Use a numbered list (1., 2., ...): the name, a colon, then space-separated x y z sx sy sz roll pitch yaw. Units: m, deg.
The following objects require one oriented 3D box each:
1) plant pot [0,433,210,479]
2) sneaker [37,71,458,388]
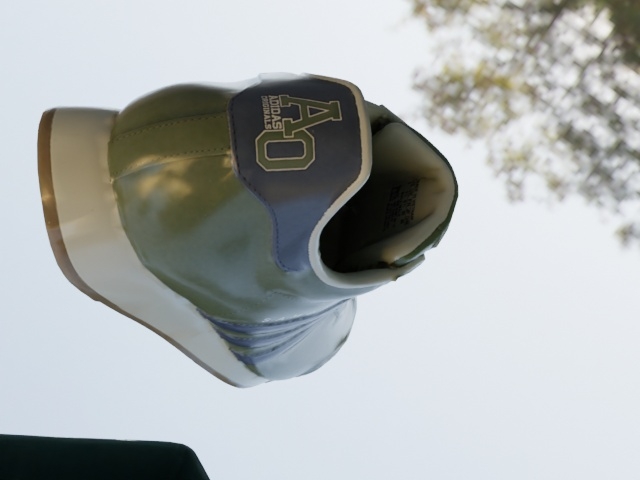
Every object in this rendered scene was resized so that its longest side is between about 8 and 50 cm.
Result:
1. plant pot: -0.149 0.241 0.711 0.166 0.234 0.165 9 -155 -33
2. sneaker: 0.000 0.000 0.405 0.192 0.086 0.064 37 -137 -69
